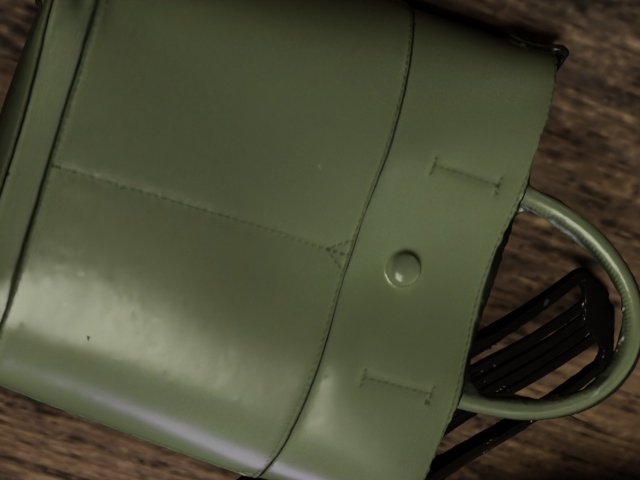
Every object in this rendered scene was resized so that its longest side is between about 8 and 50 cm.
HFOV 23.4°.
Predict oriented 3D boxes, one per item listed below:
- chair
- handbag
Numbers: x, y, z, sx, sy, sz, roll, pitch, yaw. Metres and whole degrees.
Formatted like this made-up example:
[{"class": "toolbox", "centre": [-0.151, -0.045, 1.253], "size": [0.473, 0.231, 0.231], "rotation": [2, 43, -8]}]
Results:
[{"class": "chair", "centre": [0.047, 0.073, 0.827], "size": [0.212, 0.101, 0.084], "rotation": [-35, 129, -17]}, {"class": "handbag", "centre": [0.000, 0.000, 0.717], "size": [0.315, 0.109, 0.241], "rotation": [17, 95, -16]}]
